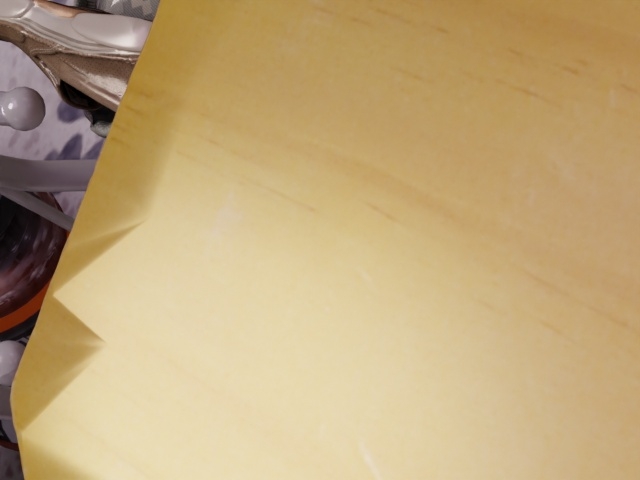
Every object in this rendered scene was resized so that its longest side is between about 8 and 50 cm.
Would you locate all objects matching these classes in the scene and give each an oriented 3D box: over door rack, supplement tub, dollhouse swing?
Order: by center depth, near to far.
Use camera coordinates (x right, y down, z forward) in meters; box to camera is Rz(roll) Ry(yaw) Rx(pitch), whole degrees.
[{"bbox_3d":[0.130,0.029,0.576,0.305,0.315,0.346,19,89,51],"label":"dollhouse swing"},{"bbox_3d":[-0.097,0.092,0.817,0.108,0.324,0.239,-3,71,12],"label":"over door rack"},{"bbox_3d":[-0.179,0.030,0.967,0.106,0.198,0.106,-6,54,8],"label":"supplement tub"}]

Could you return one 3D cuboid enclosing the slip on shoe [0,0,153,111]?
[{"bbox_3d":[-0.097,-0.073,0.695,0.135,0.051,0.041,16,98,40],"label":"slip on shoe"}]

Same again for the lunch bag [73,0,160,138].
[{"bbox_3d":[0.024,-0.139,0.804,0.169,0.235,0.287,-1,73,43],"label":"lunch bag"}]
